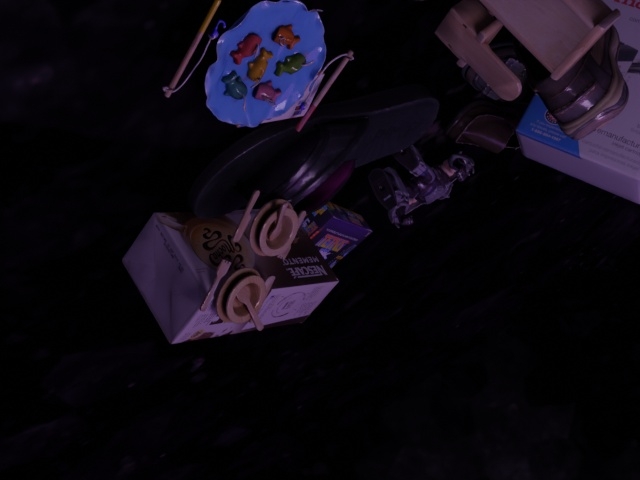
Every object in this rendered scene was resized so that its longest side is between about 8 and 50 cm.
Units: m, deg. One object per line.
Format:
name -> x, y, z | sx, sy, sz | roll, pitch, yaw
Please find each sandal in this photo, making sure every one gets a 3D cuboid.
sandal -> 0.013, -0.124, 1.454 | 0.446, 0.107, 0.167 | -23, 154, -25

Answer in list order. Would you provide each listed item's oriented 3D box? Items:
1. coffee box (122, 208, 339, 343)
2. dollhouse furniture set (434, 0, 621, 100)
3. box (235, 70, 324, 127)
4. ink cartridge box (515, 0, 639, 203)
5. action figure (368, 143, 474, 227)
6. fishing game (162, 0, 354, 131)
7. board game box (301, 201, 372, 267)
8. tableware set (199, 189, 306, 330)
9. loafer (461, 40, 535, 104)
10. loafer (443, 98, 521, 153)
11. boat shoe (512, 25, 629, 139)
coffee box -> -0.135, 0.049, 1.512 | 0.297, 0.168, 0.119 | -3, 141, -49
dollhouse furniture set -> 0.374, -0.379, 1.297 | 0.355, 0.174, 0.303 | -39, 174, -29
box -> -0.054, -0.201, 1.323 | 0.136, 0.028, 0.081 | -14, 148, -35
ink cartridge box -> 0.493, -0.250, 1.577 | 0.307, 0.223, 0.129 | -61, 155, -6
action figure -> 0.180, -0.101, 1.738 | 0.185, 0.099, 0.285 | -48, 157, 15
fishing game -> -0.062, -0.219, 1.222 | 0.264, 0.041, 0.189 | 13, 118, -52
board game box -> 0.000, 0.000, 1.748 | 0.141, 0.048, 0.170 | -41, 156, 16
tableware set -> -0.082, 0.035, 1.364 | 0.128, 0.039, 0.194 | 21, 95, -54
loafer -> 0.342, -0.274, 1.635 | 0.267, 0.084, 0.096 | -4, 142, -50
loafer -> 0.310, -0.201, 1.737 | 0.220, 0.078, 0.080 | -9, 146, -46
boat shoe -> 0.362, -0.289, 1.424 | 0.132, 0.355, 0.130 | -39, 114, 24
